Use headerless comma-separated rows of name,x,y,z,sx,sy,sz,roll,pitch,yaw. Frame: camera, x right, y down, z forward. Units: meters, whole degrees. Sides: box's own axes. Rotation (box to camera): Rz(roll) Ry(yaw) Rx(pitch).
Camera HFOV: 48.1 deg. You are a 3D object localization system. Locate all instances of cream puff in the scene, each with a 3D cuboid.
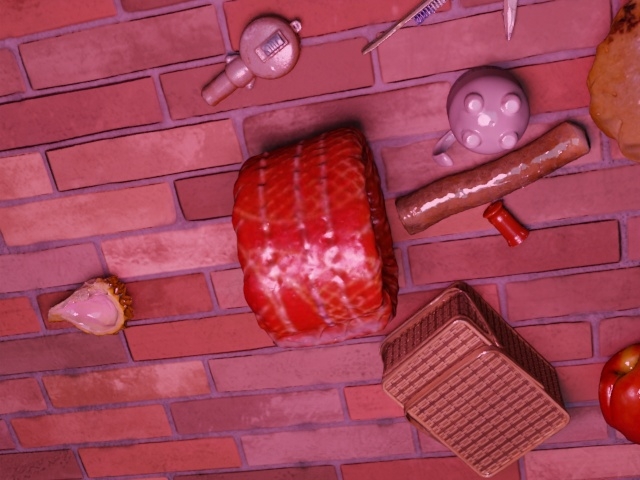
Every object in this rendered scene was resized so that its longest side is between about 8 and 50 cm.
cream puff,0.595,-0.241,1.088,0.324,0.257,0.291,-11,75,49

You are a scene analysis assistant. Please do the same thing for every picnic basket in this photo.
picnic basket,0.284,0.266,1.368,0.313,0.175,0.228,43,112,-10

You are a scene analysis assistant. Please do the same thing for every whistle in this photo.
whistle,-0.121,-0.310,1.249,0.220,0.057,0.107,-32,105,21

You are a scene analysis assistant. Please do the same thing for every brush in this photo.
brush,0.145,-0.363,1.202,0.178,0.033,0.030,-36,118,20

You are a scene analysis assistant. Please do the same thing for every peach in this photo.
peach,0.634,0.304,1.330,0.226,0.196,0.190,44,145,-9

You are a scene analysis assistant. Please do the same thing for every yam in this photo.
yam,0.297,-0.110,1.264,0.356,0.081,0.081,-26,107,17

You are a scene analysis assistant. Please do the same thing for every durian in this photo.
durian,-0.471,0.131,1.480,0.224,0.078,0.140,-13,123,24

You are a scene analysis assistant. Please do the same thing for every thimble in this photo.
thimble,0.000,0.000,1.215,0.230,0.350,0.350,-12,111,12

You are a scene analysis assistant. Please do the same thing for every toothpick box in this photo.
toothpick box,0.336,-0.032,1.306,0.047,0.047,0.083,-40,101,21

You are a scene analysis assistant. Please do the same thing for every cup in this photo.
cup,0.259,-0.205,1.192,0.173,0.142,0.134,-12,111,14

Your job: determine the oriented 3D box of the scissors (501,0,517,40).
scissors,0.310,-0.471,1.138,0.109,0.022,0.300,3,114,11
